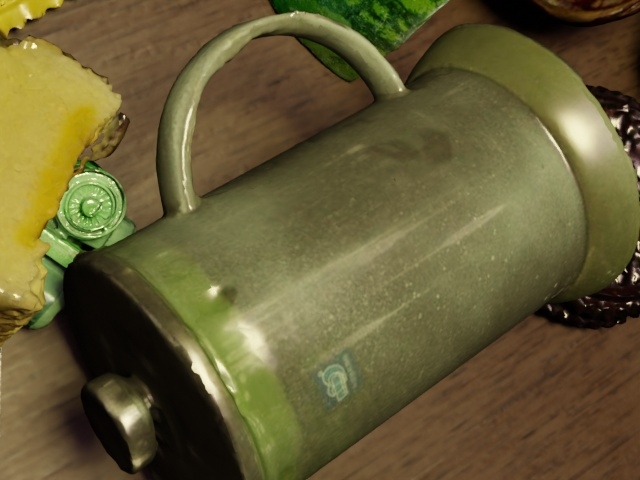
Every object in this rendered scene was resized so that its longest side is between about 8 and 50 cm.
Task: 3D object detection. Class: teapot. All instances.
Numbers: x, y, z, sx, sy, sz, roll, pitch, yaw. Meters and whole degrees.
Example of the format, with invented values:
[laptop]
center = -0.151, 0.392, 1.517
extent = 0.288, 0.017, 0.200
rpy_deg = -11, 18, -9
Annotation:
[teapot]
center = 0.000, 0.000, 0.671
extent = 0.337, 0.200, 0.270
rpy_deg = -32, 108, -28

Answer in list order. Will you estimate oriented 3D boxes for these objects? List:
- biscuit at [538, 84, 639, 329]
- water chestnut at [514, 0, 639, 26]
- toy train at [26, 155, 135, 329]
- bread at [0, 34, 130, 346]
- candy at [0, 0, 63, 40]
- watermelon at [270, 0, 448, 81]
[biscuit]
center = 0.212, -0.027, 0.869
extent = 0.194, 0.053, 0.194
rpy_deg = 5, 79, -25
[water chestnut]
center = 0.204, -0.275, 0.844
extent = 0.224, 0.238, 0.223
rpy_deg = -1, 116, -3
[toy train]
center = -0.230, -0.046, 0.657
extent = 0.251, 0.085, 0.119
rpy_deg = 38, 84, -18
[bread]
center = -0.194, -0.032, 0.604
extent = 0.140, 0.169, 0.160
rpy_deg = 25, 64, -20
[candy]
center = -0.223, -0.291, 0.705
extent = 0.187, 0.081, 0.297
rpy_deg = -39, 109, -25
[watermelon]
center = 0.028, -0.242, 0.771
extent = 0.128, 0.146, 0.231
rpy_deg = -27, 95, -26
